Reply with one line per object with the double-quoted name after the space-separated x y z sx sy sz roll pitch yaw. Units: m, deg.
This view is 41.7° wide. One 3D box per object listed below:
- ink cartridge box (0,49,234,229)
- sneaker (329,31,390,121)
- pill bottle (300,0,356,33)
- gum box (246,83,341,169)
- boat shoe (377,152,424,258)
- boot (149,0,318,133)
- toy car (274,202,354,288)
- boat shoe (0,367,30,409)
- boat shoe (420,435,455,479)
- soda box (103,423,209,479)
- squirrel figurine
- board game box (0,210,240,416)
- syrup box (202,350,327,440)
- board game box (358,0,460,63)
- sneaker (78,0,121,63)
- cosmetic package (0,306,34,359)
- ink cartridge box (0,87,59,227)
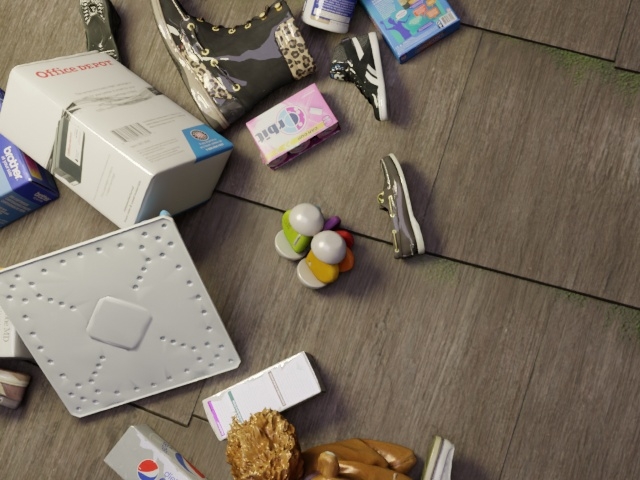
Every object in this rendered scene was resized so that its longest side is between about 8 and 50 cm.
-0.434 -0.219 1.788 0.395 0.285 0.166 37 121 14 "ink cartridge box"
0.083 -0.351 1.862 0.121 0.079 0.216 -10 69 10 "sneaker"
0.032 -0.562 1.855 0.112 0.112 0.186 21 109 12 "pill bottle"
-0.064 -0.250 1.866 0.188 0.062 0.107 -30 76 2 "gum box"
0.159 -0.073 1.788 0.069 0.081 0.227 -16 80 1 "boat shoe"
-0.200 -0.463 1.890 0.284 0.138 0.377 -27 80 4 "boot"
0.000 0.000 1.780 0.136 0.159 0.182 -29 73 -34 "toy car"
-0.784 0.313 1.846 0.285 0.103 0.092 8 75 4 "boat shoe"
0.236 0.538 1.649 0.103 0.113 0.302 11 91 9 "boat shoe"
-0.304 0.507 1.739 0.286 0.091 0.098 38 88 14 "soda box"
-0.014 0.481 1.557 0.397 0.370 0.280 19 83 12 "squirrel figurine"
-0.411 0.158 1.724 0.390 0.050 0.389 -18 120 5 "board game box"
-0.114 0.323 1.745 0.237 0.093 0.096 -26 77 3 "syrup box"
0.191 -0.526 1.890 0.160 0.047 0.210 -31 76 2 "board game box"
-0.506 -0.467 1.972 0.087 0.130 0.227 -6 106 3 "sneaker"
-0.711 0.184 1.832 0.184 0.151 0.151 -2 80 8 "cosmetic package"
-0.786 -0.169 1.918 0.396 0.151 0.270 -27 76 1 "ink cartridge box"
